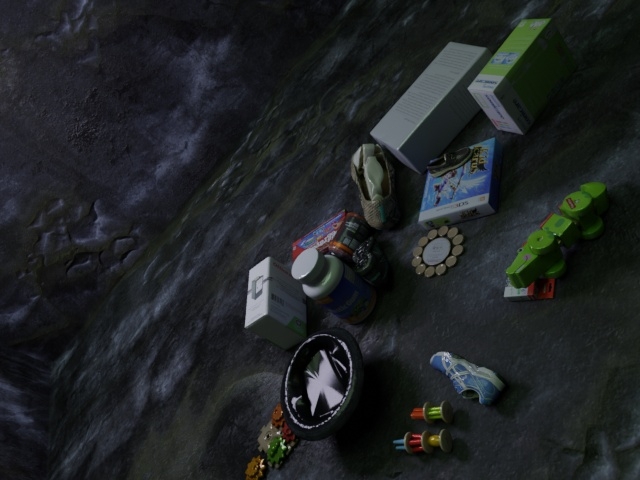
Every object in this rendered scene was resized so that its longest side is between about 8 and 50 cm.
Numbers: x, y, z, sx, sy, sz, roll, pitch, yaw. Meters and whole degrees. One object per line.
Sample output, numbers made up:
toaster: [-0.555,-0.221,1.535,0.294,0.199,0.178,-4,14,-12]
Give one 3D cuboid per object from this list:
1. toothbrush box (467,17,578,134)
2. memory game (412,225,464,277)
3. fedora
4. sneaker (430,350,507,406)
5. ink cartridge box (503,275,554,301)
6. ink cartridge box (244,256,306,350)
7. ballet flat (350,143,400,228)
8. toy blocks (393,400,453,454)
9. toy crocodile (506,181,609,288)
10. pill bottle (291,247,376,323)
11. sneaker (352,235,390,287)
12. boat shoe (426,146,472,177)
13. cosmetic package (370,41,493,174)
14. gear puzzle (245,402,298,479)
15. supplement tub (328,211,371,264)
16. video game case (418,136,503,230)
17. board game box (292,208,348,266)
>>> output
toothbrush box: [0.631,-0.508,1.644,0.283,0.206,0.122,-53,33,-1]
memory game: [0.360,0.034,1.624,0.186,0.012,0.186,-31,38,28]
fedora: [0.037,0.420,1.510,0.334,0.153,0.333,-30,40,29]
sneaker: [0.344,0.333,1.288,0.211,0.080,0.081,12,64,56]
ink cartridge box: [0.524,0.117,1.326,0.115,0.029,0.062,-12,49,45]
ink cartridge box: [-0.155,0.224,1.896,0.115,0.198,0.272,-35,36,27]
ballet flat: [0.196,-0.245,1.939,0.164,0.181,0.482,-12,41,5]
toy blocks: [0.249,0.462,1.301,0.148,0.054,0.123,-22,44,39]
toy crocodile: [0.582,-0.017,1.293,0.340,0.115,0.105,-45,32,-3]
pill bottle: [0.040,0.140,1.669,0.152,0.272,0.152,-32,37,28]
sneaker: [0.171,0.074,1.749,0.101,0.106,0.267,-44,13,20]
boat shoe: [0.413,-0.257,1.697,0.152,0.049,0.056,-32,36,26]
cosmetic package: [0.422,-0.485,1.919,0.453,0.161,0.230,-48,33,5]
gear puzzle: [-0.139,0.600,1.648,0.338,0.044,0.175,-55,33,-5]
supplement tub: [0.097,0.004,1.890,0.106,0.106,0.197,12,67,55]
video game case: [0.447,-0.179,1.682,0.244,0.061,0.269,-15,47,41]
board game box: [0.000,0.000,2.086,0.281,0.027,0.145,-33,38,26]
